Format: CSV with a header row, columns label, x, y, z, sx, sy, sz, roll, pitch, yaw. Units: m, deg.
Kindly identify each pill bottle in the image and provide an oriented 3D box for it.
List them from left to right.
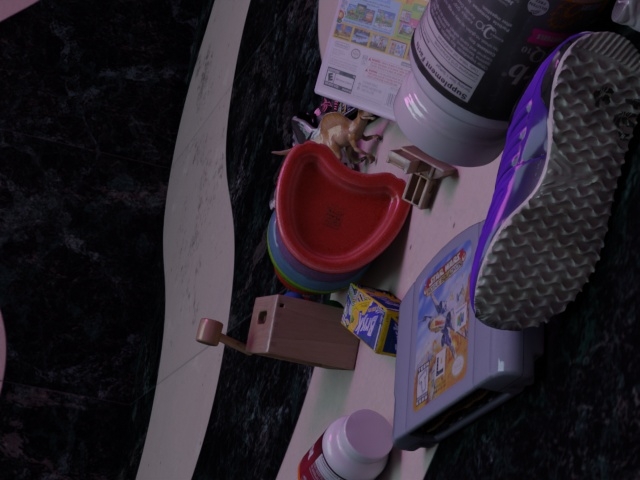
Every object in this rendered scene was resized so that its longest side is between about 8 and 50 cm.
label,x,y,z,sx,sy,sz,roll,pitch,yaw
pill bottle,0.033,0.268,1.692,0.152,0.086,0.086,124,154,-51
pill bottle,0.185,-0.215,1.401,0.278,0.162,0.162,116,160,-43

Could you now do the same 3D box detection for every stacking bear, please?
label,x,y,z,sx,sy,sz,roll,pitch,yaw
stacking bear,0.000,0.000,1.911,0.289,0.175,0.164,119,174,-74

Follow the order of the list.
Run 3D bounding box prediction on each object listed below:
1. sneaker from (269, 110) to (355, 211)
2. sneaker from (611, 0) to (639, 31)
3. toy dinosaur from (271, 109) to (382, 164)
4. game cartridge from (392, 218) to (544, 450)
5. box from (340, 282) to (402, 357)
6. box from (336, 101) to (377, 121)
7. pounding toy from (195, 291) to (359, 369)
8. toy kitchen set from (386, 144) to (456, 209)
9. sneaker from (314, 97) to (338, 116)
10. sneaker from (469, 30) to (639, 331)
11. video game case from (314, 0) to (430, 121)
label,x,y,z,sx,sy,sz,roll,pitch,yaw
sneaker,-0.023,-0.132,2.153,0.228,0.086,0.132,-29,73,58
sneaker,0.306,-0.237,1.198,0.152,0.061,0.054,-62,2,-21
toy dinosaur,0.025,-0.143,2.010,0.183,0.093,0.053,-24,17,34
game cartridge,0.152,0.096,1.475,0.297,0.062,0.198,131,144,-60
box,0.076,0.101,1.730,0.169,0.054,0.059,-147,70,-73
box,0.080,-0.272,2.033,0.190,0.045,0.184,160,119,-71
pounding toy,-0.068,0.118,1.941,0.181,0.206,0.094,166,116,-73
toy kitchen set,0.123,-0.068,1.686,0.068,0.083,0.075,30,113,30
sneaker,0.023,-0.211,2.199,0.057,0.047,0.119,-62,20,11
sneaker,0.215,-0.060,1.308,0.146,0.102,0.293,-120,49,-74
video game case,0.098,-0.266,1.810,0.227,0.026,0.206,25,104,45
